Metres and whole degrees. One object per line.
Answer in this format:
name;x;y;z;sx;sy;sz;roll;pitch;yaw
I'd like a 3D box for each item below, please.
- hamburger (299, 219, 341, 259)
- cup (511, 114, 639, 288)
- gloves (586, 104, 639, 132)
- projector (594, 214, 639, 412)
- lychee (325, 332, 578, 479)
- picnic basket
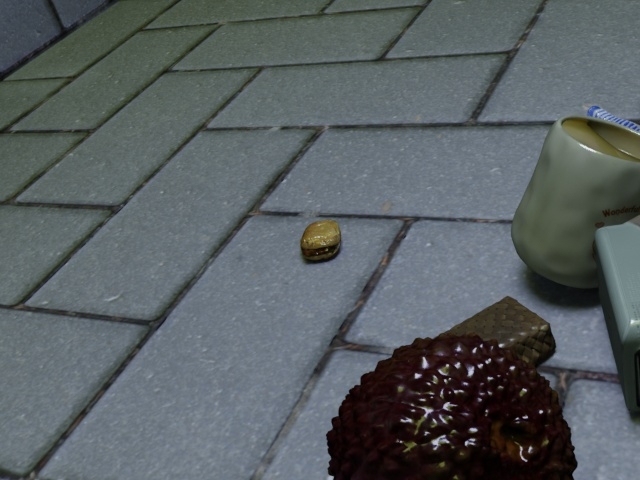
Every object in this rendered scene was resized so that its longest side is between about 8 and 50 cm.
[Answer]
hamburger;0.000;0.000;1.510;0.076;0.044;0.083;-6;36;14
cup;0.388;-0.065;1.266;0.173;0.202;0.255;24;30;17
gloves;0.483;-0.146;1.448;0.097;0.119;0.229;5;20;-27
projector;0.439;0.075;1.079;0.177;0.163;0.243;-8;35;11
lychee;0.122;0.226;0.947;0.271;0.271;0.271;-12;32;8
picnic basket;0.212;0.146;1.178;0.193;0.055;0.110;-29;34;-14
